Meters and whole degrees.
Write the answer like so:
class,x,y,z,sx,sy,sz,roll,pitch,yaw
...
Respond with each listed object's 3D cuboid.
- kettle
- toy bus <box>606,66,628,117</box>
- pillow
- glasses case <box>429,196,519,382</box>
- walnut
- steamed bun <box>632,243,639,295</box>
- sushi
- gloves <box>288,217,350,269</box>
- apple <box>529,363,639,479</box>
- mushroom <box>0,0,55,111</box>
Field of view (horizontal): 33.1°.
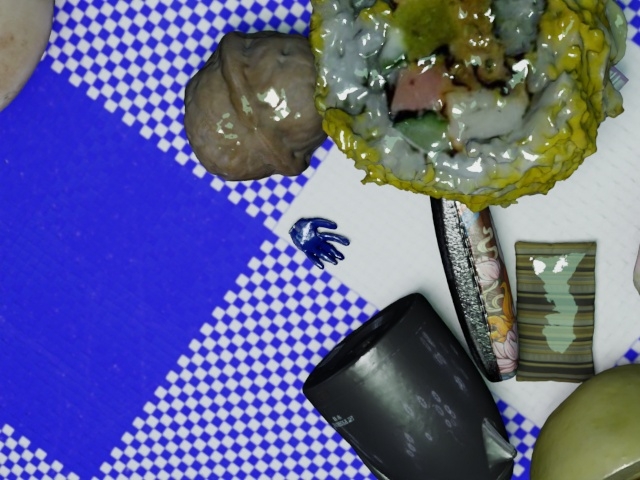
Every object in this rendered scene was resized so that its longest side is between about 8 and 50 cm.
class,x,y,z,sx,sy,sz,roll,pitch,yaw
kettle,0.127,0.251,1.476,0.290,0.207,0.268,50,141,-5
toy bus,0.299,-0.165,1.400,0.199,0.096,0.108,-44,89,12
pillow,0.324,0.099,1.484,0.113,0.038,0.203,1,102,11
glasses case,0.206,0.034,1.442,0.082,0.122,0.321,-14,100,12
walnut,-0.076,-0.174,1.389,0.224,0.224,0.224,2,102,8
steamed bun,0.593,0.000,1.316,0.339,0.247,0.352,33,114,16
sushi,0.177,-0.236,1.267,0.351,0.240,0.396,-6,81,18
gloves,0.000,0.000,1.514,0.086,0.026,0.064,43,102,-2
apple,0.413,0.312,1.394,0.292,0.292,0.254,41,128,-2
mushroom,-0.503,-0.297,1.422,0.362,0.294,0.362,-6,73,20
